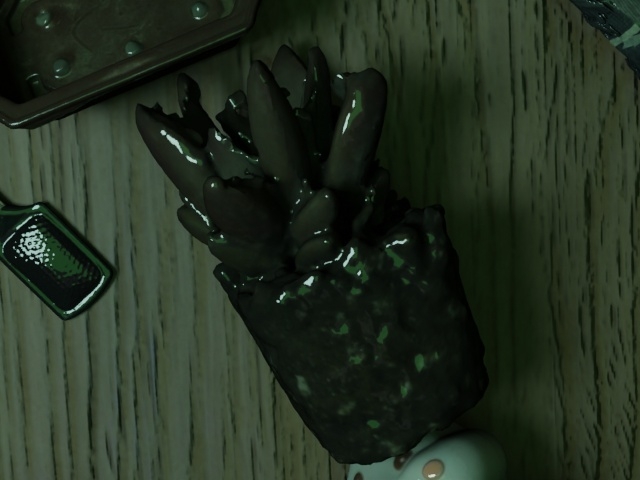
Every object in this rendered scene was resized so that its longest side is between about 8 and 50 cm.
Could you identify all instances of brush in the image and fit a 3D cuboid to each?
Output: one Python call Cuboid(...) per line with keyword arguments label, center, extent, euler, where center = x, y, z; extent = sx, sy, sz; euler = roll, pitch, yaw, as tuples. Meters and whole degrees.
Cuboid(label="brush", center=(-0.261, -0.016, 0.772), extent=(0.063, 0.016, 0.193), euler=(-44, 98, 2))

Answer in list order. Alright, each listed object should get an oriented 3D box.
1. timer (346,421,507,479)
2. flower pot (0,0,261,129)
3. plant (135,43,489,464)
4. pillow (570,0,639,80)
Cuboid(label="timer", center=(0.120, 0.285, 0.733), extent=(0.290, 0.291, 0.315), euler=(-27, 74, 1))
Cuboid(label="flower pot", center=(-0.161, -0.185, 0.707), extent=(0.250, 0.084, 0.179), euler=(-23, 77, 1))
Cuboid(label="plant", center=(0.000, 0.000, 0.716), extent=(0.181, 0.194, 0.321), euler=(-27, 102, -12))
Cuboid(label="pillow", center=(0.297, -0.188, 0.739), extent=(0.161, 0.092, 0.335), euler=(-43, 98, 8))
